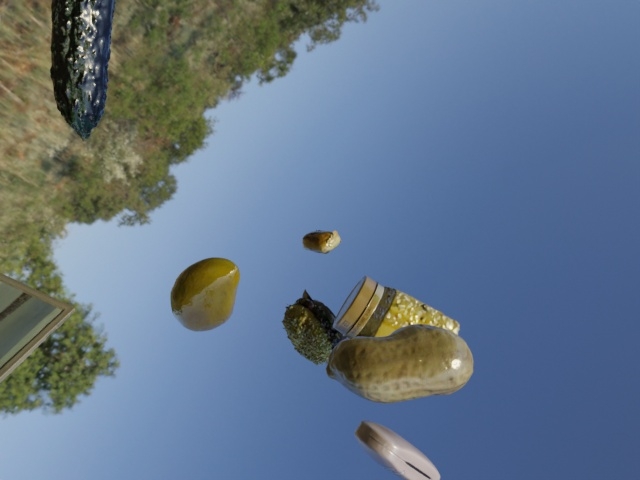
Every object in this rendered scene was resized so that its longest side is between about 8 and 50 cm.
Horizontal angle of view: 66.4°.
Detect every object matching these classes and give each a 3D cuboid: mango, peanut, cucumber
[{"bbox_3d":[-0.356,0.165,1.485,0.332,0.195,0.142,111,-14,-45],"label":"mango"},{"bbox_3d":[0.133,0.215,0.853,0.253,0.122,0.137,-10,-160,3],"label":"peanut"},{"bbox_3d":[-0.274,-0.268,0.571,0.072,0.072,0.300,29,-69,63],"label":"cucumber"}]

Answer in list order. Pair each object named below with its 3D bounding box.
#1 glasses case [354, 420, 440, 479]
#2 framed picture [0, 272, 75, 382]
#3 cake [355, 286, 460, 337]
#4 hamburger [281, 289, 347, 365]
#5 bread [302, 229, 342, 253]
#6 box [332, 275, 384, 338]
[{"bbox_3d":[0.175,0.481,1.089,0.113,0.297,0.075,20,-110,47],"label":"glasses case"},{"bbox_3d":[-0.651,0.191,0.920,0.289,0.213,0.016,-56,161,-44],"label":"framed picture"},{"bbox_3d":[0.221,0.305,1.424,0.286,0.222,0.227,-62,-173,-6],"label":"cake"},{"bbox_3d":[-0.020,0.300,1.565,0.138,0.243,0.261,-35,-126,-25],"label":"hamburger"},{"bbox_3d":[0.000,0.000,1.276,0.072,0.053,0.106,-40,-155,-26],"label":"bread"},{"bbox_3d":[0.061,0.109,0.800,0.106,0.037,0.105,-56,180,0],"label":"box"}]
